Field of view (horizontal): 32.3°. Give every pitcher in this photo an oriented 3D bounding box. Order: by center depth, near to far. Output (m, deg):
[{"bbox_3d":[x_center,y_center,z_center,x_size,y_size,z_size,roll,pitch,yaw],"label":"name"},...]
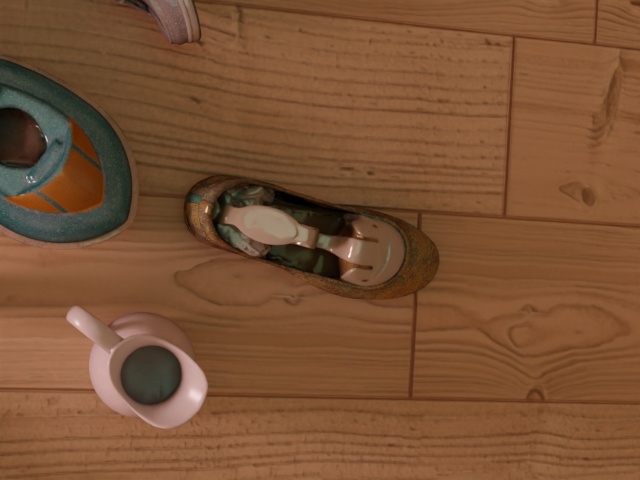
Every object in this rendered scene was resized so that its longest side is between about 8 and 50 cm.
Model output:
[{"bbox_3d":[-0.222,0.131,1.282,0.178,0.207,0.125,44,80,-10],"label":"pitcher"}]

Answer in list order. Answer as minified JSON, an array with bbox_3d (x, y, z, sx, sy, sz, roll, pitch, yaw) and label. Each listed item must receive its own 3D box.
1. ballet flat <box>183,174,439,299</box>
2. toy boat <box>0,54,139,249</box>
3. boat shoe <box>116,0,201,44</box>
[{"bbox_3d":[0.000,0.000,1.386,0.349,0.123,0.123,16,86,-14],"label":"ballet flat"},{"bbox_3d":[-0.362,-0.041,1.276,0.268,0.148,0.318,32,82,-13],"label":"toy boat"},{"bbox_3d":[-0.254,-0.362,1.324,0.103,0.118,0.320,-34,94,-6],"label":"boat shoe"}]
